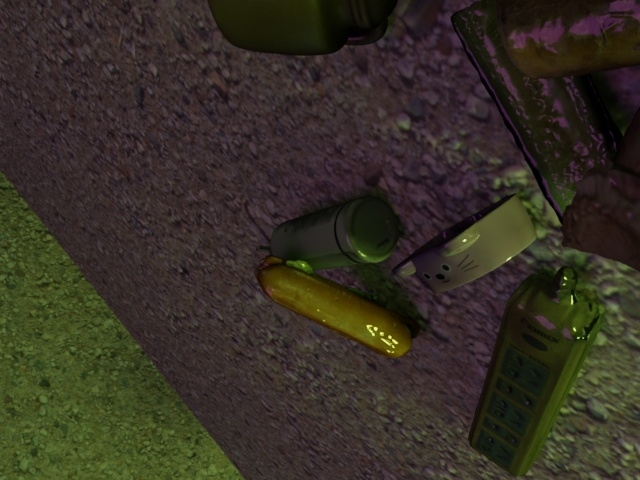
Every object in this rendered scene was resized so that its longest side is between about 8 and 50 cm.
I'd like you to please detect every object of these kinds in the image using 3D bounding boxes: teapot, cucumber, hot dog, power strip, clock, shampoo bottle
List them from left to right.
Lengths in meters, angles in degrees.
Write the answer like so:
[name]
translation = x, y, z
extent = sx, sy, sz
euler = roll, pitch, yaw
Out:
[shampoo bottle]
translation = 0.000, 0.000, 0.914
extent = 0.262, 0.085, 0.085
euler = -13, 111, 58
[teapot]
translation = 0.010, -0.251, 0.569
extent = 0.175, 0.185, 0.267
euler = 8, 167, 15
[hot dog]
translation = 0.024, 0.089, 0.901
extent = 0.250, 0.068, 0.100
euler = 27, -176, -12
[clock]
translation = 0.151, 0.013, 0.688
extent = 0.050, 0.110, 0.153
euler = 56, 151, 2
[power strip]
translation = 0.245, 0.167, 0.766
extent = 0.092, 0.066, 0.387
euler = 32, 144, 29
[cucumber]
translation = 0.195, -0.118, 0.551
extent = 0.078, 0.062, 0.211
euler = -28, 92, 26

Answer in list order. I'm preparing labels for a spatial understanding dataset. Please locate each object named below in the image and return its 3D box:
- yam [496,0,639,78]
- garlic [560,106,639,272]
[yam]
translation = 0.268, -0.139, 0.337
extent = 0.357, 0.081, 0.081
euler = 2, 123, 40
[garlic]
translation = 0.280, -0.015, 0.389
extent = 0.214, 0.191, 0.160
euler = -115, 6, -50
